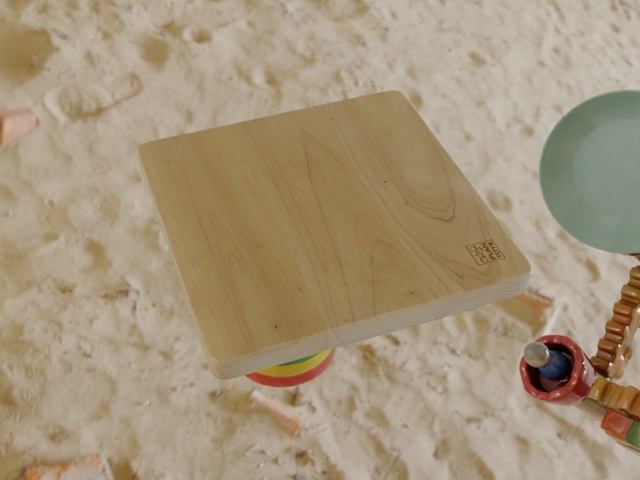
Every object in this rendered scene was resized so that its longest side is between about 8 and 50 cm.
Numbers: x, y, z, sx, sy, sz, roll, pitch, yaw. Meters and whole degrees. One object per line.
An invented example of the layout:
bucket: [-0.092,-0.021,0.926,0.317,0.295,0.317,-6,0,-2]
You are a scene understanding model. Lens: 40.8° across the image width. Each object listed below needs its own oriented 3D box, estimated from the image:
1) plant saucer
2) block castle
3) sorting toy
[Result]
plant saucer: [0.358,-0.081,1.009,0.195,0.195,0.037,39,27,8]
block castle: [0.462,0.121,0.945,0.213,0.453,0.303,32,83,-38]
sorting toy: [0.000,0.000,0.736,0.256,0.089,0.257,-14,47,-14]
